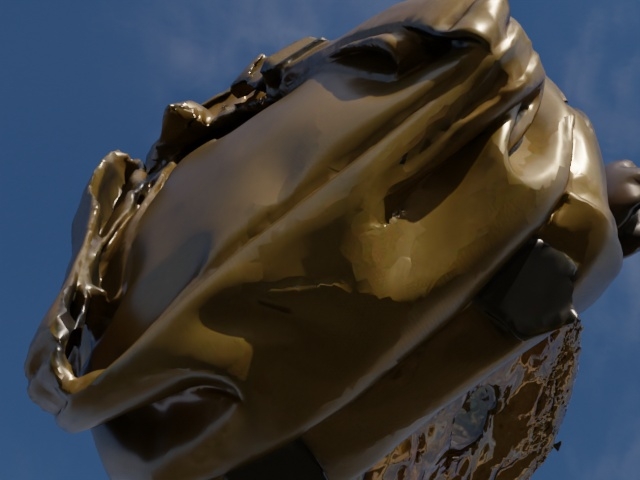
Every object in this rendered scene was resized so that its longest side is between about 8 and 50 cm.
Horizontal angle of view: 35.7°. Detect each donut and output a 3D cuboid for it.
[{"bbox_3d":[0.102,0.136,0.850,0.278,0.108,0.277,-19,-59,-37],"label":"donut"}]

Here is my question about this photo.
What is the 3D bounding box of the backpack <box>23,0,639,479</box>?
[{"bbox_3d":[-0.002,-0.006,0.596,0.353,0.378,0.201,-34,-68,4],"label":"backpack"}]
